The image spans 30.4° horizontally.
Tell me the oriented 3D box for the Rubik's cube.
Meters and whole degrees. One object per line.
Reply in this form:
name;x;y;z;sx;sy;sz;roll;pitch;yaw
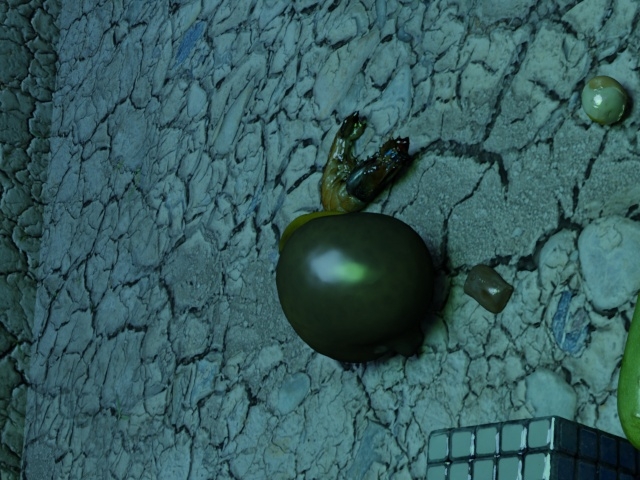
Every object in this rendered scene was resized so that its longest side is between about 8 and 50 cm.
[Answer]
Rubik's cube;0.296;0.383;1.596;0.238;0.237;0.237;-21;55;47

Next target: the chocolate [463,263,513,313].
chocolate;0.273;0.080;1.969;0.064;0.031;0.101;-63;36;15

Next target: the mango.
mango;0.000;0.000;2.315;0.195;0.098;0.137;-29;51;38

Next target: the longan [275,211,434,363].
longan;0.068;0.083;2.071;0.300;0.300;0.243;-21;15;46

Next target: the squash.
squash;0.480;0.110;1.606;0.118;0.118;0.371;-5;67;52

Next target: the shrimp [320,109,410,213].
shrimp;0.086;-0.172;2.327;0.290;0.054;0.222;-34;47;49

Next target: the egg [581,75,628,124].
egg;0.448;-0.225;1.869;0.071;0.071;0.083;-47;37;27
